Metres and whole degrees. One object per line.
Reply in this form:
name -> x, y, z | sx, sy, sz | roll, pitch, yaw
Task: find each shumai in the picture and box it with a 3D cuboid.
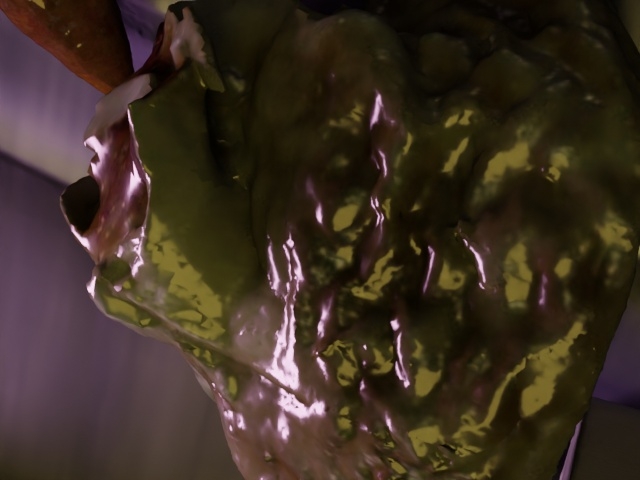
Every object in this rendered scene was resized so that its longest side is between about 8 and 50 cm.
shumai -> 0.002, 0.001, 0.621 | 0.218, 0.189, 0.255 | 22, 115, 4

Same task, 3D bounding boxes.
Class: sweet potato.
sweet potato -> -0.133, -0.142, 0.651 | 0.218, 0.051, 0.065 | 56, 165, -20

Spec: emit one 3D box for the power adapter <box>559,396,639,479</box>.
power adapter -> 0.128, 0.149, 0.715 | 0.205, 0.130, 0.125 | 16, 126, 9
